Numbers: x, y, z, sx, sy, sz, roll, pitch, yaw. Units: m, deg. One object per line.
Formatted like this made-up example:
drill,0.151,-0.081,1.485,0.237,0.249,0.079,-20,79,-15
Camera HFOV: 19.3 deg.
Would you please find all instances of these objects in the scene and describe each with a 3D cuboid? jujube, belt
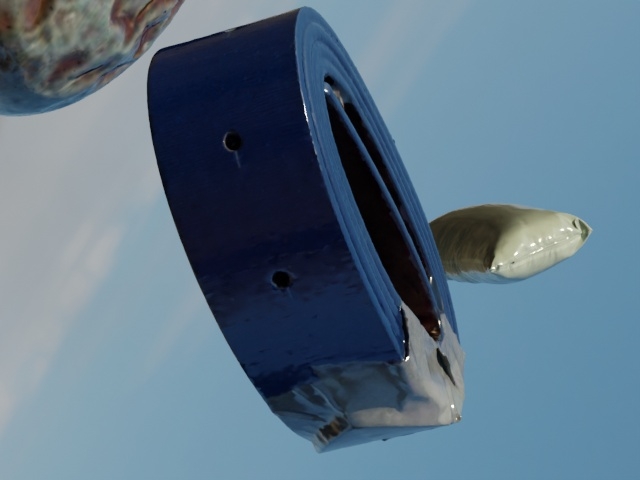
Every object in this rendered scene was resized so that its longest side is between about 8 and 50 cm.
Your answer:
jujube,-0.232,-0.254,1.655,0.215,0.246,0.308,21,-100,39
belt,0.000,0.000,1.300,0.117,0.347,0.212,-15,-137,14

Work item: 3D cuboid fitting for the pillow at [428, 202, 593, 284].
pillow,0.179,0.008,2.131,0.144,0.078,0.254,-29,-166,-26
